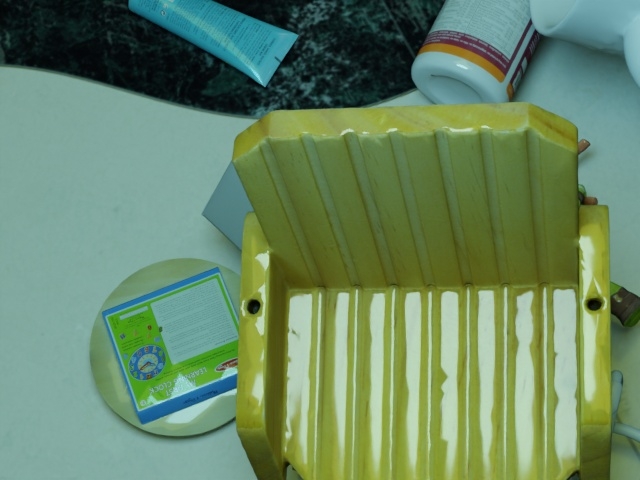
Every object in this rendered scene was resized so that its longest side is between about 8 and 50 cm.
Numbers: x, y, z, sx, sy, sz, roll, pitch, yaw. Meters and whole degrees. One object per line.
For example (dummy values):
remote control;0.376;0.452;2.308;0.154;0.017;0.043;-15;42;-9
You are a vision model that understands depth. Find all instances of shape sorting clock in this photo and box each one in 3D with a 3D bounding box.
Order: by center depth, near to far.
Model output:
shape sorting clock;-0.155;0.118;1.565;0.206;0.040;0.206;-2;66;4

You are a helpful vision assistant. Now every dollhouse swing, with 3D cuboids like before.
dollhouse swing;0.086;0.074;1.254;0.346;0.305;0.315;0;77;10

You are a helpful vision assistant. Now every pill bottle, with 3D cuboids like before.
pill bottle;0.202;-0.260;1.629;0.121;0.121;0.221;22;72;16

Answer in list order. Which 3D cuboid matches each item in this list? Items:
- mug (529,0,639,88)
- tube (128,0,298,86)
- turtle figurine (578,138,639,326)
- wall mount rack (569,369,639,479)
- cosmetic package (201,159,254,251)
mug;0.417;-0.272;1.456;0.328;0.276;0.374;12;60;-8
tube;-0.136;-0.265;1.723;0.207;0.052;0.080;27;78;12
turtle figurine;0.250;0.022;1.519;0.269;0.087;0.217;-43;68;-8
wall mount rack;0.170;0.260;1.413;0.350;0.130;0.304;12;83;14
cosmetic package;0.000;0.000;1.533;0.238;0.127;0.107;40;115;24
